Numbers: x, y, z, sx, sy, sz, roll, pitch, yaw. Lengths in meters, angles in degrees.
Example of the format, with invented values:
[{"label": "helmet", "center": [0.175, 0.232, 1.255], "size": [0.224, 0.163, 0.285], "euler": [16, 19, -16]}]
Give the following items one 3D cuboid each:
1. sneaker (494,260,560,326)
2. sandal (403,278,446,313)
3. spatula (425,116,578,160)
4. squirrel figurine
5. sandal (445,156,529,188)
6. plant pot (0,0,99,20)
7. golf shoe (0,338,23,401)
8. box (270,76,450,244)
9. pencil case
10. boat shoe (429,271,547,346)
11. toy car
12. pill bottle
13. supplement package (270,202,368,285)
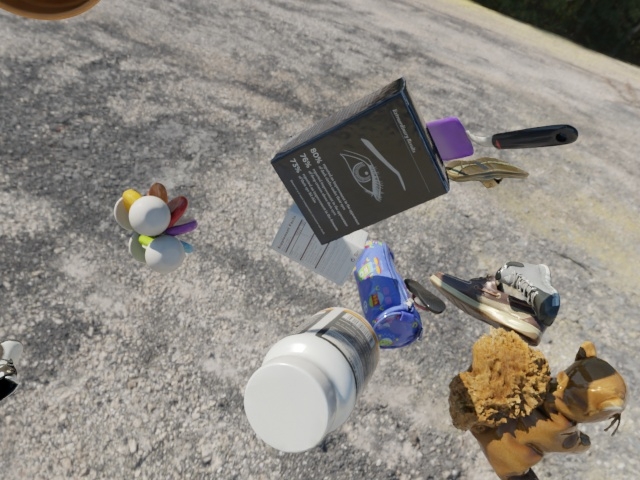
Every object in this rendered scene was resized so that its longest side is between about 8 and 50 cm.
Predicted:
[{"label": "sneaker", "center": [0.495, 0.120, 1.086], "size": [0.132, 0.086, 0.229], "euler": [17, 28, 10]}, {"label": "sandal", "center": [0.264, 0.151, 1.142], "size": [0.067, 0.040, 0.179], "euler": [15, 14, -19]}, {"label": "spatula", "center": [0.259, -0.156, 0.686], "size": [0.030, 0.084, 0.296], "euler": [-42, 24, -11]}, {"label": "squirrel figurine", "center": [0.545, 0.400, 1.116], "size": [0.397, 0.370, 0.281], "euler": [36, 37, -15]}, {"label": "sandal", "center": [0.314, -0.124, 0.849], "size": [0.180, 0.049, 0.072], "euler": [-7, 37, -20]}, {"label": "plant pot", "center": [-0.477, -0.551, 0.755], "size": [0.290, 0.291, 0.203], "euler": [7, 32, -16]}, {"label": "golf shoe", "center": [-0.602, 0.259, 0.833], "size": [0.093, 0.077, 0.198], "euler": [6, 23, -6]}, {"label": "box", "center": [0.059, -0.111, 0.640], "size": [0.153, 0.207, 0.108], "euler": [59, 23, -22]}, {"label": "pencil case", "center": [0.155, 0.122, 1.088], "size": [0.119, 0.133, 0.306], "euler": [25, 29, -23]}, {"label": "boat shoe", "center": [0.471, 0.158, 1.241], "size": [0.342, 0.123, 0.123], "euler": [29, -11, 43]}, {"label": "toy car", "center": [-0.318, -0.028, 0.894], "size": [0.136, 0.182, 0.159], "euler": [-29, 26, -33]}, {"label": "pill bottle", "center": [-0.004, 0.220, 0.742], "size": [0.162, 0.162, 0.278], "euler": [30, 15, 14]}, {"label": "supplement package", "center": [0.000, 0.000, 0.974], "size": [0.179, 0.105, 0.105], "euler": [29, 24, 1]}]
